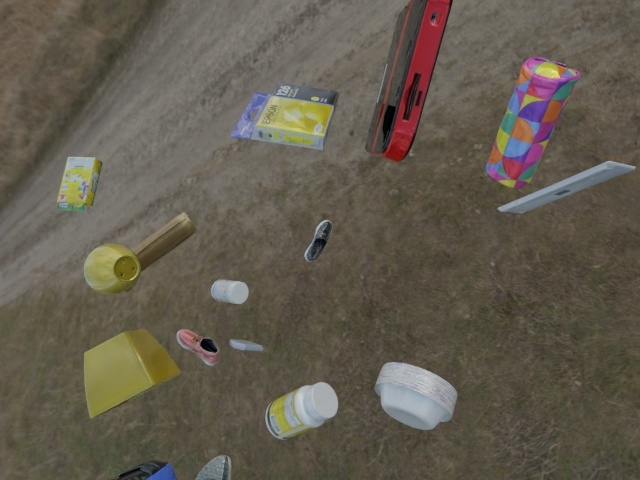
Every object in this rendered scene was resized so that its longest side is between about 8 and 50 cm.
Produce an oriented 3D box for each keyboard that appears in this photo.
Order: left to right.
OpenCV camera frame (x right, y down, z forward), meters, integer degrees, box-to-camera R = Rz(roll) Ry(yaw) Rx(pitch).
[{"bbox_3d":[0.471,-0.098,0.854,0.256,0.072,0.014,147,119,-63],"label":"keyboard"}]

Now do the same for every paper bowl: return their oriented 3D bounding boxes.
[{"bbox_3d":[0.333,0.570,1.551,0.284,0.284,0.148,-5,45,44],"label":"paper bowl"}]

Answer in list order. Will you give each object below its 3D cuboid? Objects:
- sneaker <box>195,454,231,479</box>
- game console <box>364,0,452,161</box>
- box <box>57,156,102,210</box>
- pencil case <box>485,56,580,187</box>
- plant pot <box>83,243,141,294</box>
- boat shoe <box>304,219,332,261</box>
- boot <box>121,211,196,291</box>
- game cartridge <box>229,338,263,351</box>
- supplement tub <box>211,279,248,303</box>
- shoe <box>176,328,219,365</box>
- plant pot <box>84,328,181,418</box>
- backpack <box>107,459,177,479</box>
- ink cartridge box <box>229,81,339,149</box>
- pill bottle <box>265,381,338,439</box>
[{"bbox_3d":[-0.348,0.842,1.408,0.111,0.129,0.297,14,88,19],"label":"sneaker"},{"bbox_3d":[0.200,-0.391,1.050,0.342,0.060,0.386,-99,22,-76],"label":"game console"},{"bbox_3d":[-0.772,-0.177,1.384,0.105,0.043,0.179,4,75,11],"label":"box"},{"bbox_3d":[0.386,-0.212,0.805,0.104,0.104,0.236,56,156,37],"label":"pencil case"},{"bbox_3d":[-0.514,0.073,1.101,0.095,0.134,0.134,-5,77,42],"label":"plant pot"},{"bbox_3d":[0.000,0.000,2.086,0.228,0.080,0.076,-58,20,-17],"label":"boat shoe"},{"bbox_3d":[-0.501,0.037,1.299,0.269,0.089,0.236,-40,7,-19],"label":"boot"},{"bbox_3d":[-0.175,0.242,0.998,0.083,0.056,0.017,-4,71,55],"label":"game cartridge"},{"bbox_3d":[-0.284,0.159,1.348,0.107,0.071,0.071,1,80,41],"label":"supplement tub"},{"bbox_3d":[-0.411,0.344,1.458,0.178,0.063,0.081,35,134,14],"label":"shoe"},{"bbox_3d":[-0.599,0.393,1.344,0.212,0.212,0.187,-28,81,0],"label":"plant pot"},{"bbox_3d":[-0.220,0.325,0.518,0.120,0.098,0.101,-36,81,30],"label":"backpack"},{"bbox_3d":[-0.112,-0.428,1.442,0.072,0.307,0.303,98,-176,-47],"label":"ink cartridge box"},{"bbox_3d":[-0.054,0.495,1.258,0.208,0.119,0.119,-36,56,34],"label":"pill bottle"}]
